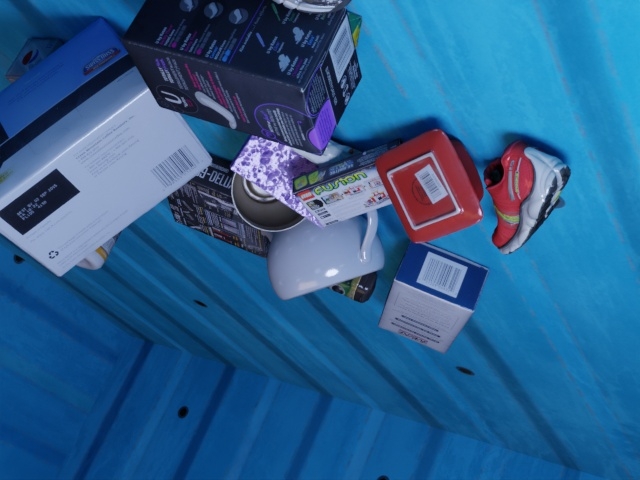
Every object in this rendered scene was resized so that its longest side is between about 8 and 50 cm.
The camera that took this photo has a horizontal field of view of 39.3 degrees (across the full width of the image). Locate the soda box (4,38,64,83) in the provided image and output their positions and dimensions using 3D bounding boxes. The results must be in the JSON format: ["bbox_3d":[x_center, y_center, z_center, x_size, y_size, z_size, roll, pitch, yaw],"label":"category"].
[{"bbox_3d":[-0.481,-0.271,1.777,0.091,0.098,0.286,9,155,32],"label":"soda box"}]

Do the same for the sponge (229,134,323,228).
[{"bbox_3d":[-0.047,-0.124,1.620,0.210,0.117,0.031,33,-172,-20],"label":"sponge"}]

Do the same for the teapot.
[{"bbox_3d":[0.000,0.000,1.782,0.256,0.187,0.252,-17,177,6],"label":"teapot"}]

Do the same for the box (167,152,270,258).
[{"bbox_3d":[-0.220,-0.085,1.973,0.243,0.076,0.307,22,160,8],"label":"box"}]

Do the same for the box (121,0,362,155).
[{"bbox_3d":[-0.101,-0.245,1.216,0.270,0.143,0.165,18,159,18],"label":"box"}]

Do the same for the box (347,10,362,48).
[{"bbox_3d":[-0.002,-0.275,1.295,0.105,0.043,0.179,23,157,4],"label":"box"}]

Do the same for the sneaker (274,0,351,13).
[{"bbox_3d":[-0.057,-0.365,1.076,0.229,0.086,0.132,25,158,1],"label":"sneaker"}]

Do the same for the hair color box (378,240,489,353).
[{"bbox_3d":[0.235,0.128,1.935,0.174,0.105,0.347,23,160,6],"label":"hair color box"}]

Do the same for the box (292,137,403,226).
[{"bbox_3d":[0.068,-0.096,1.538,0.207,0.036,0.114,-19,140,23],"label":"box"}]

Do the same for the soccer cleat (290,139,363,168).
[{"bbox_3d":[-0.007,-0.161,1.556,0.196,0.068,0.076,28,163,-18],"label":"soccer cleat"}]

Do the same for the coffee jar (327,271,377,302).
[{"bbox_3d":[0.040,0.075,2.068,0.184,0.079,0.096,23,158,7],"label":"coffee jar"}]

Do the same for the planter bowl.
[{"bbox_3d":[-0.096,-0.107,1.690,0.162,0.162,0.109,32,-175,-20],"label":"planter bowl"}]

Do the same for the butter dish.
[{"bbox_3d":[0.193,-0.096,1.423,0.160,0.118,0.160,-22,95,48],"label":"butter dish"}]

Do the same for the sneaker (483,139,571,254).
[{"bbox_3d":[0.306,-0.074,1.403,0.118,0.107,0.279,39,160,15],"label":"sneaker"}]

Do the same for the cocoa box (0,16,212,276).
[{"bbox_3d":[-0.413,-0.159,1.539,0.228,0.347,0.231,51,177,36],"label":"cocoa box"}]

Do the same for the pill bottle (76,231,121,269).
[{"bbox_3d":[-0.494,-0.088,1.984,0.162,0.278,0.162,21,160,8],"label":"pill bottle"}]
